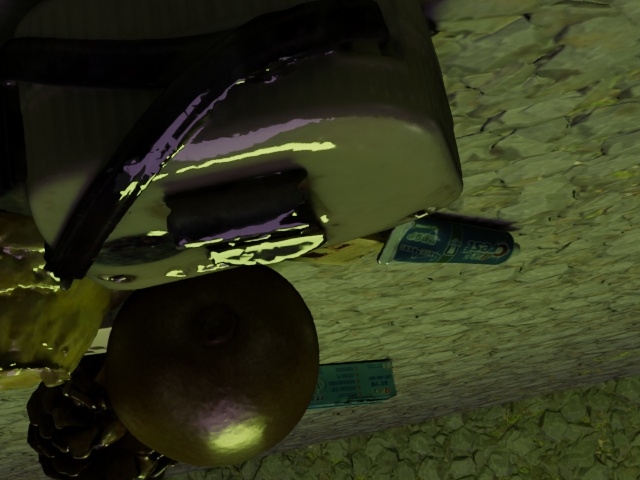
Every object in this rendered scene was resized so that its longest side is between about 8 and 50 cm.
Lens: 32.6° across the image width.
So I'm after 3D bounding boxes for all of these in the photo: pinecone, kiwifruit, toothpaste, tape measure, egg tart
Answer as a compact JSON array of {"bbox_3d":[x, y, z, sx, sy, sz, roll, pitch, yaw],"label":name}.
[{"bbox_3d":[-0.250,0.210,1.297,0.184,0.179,0.205,-26,157,-32],"label":"pinecone"},{"bbox_3d":[-0.095,0.107,0.981,0.195,0.196,0.234,-7,162,-13],"label":"kiwifruit"},{"bbox_3d":[0.130,0.003,1.043,0.197,0.035,0.057,5,121,-45],"label":"toothpaste"},{"bbox_3d":[-0.070,-0.048,0.567,0.271,0.133,0.231,-11,165,12],"label":"tape measure"},{"bbox_3d":[-0.283,0.064,0.857,0.290,0.115,0.290,-8,165,-2],"label":"egg tart"},{"bbox_3d":[-0.008,0.232,1.714,0.272,0.066,0.053,-1,161,-30],"label":"toothpaste"}]

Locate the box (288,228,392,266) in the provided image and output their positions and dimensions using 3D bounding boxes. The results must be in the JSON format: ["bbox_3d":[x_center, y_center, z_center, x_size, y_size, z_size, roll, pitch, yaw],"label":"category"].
[{"bbox_3d":[0.000,0.000,0.981,0.073,0.020,0.149,-23,160,36],"label":"box"}]

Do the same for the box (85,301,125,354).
[{"bbox_3d":[-0.265,0.096,1.126,0.247,0.033,0.129,-7,165,-13],"label":"box"}]
